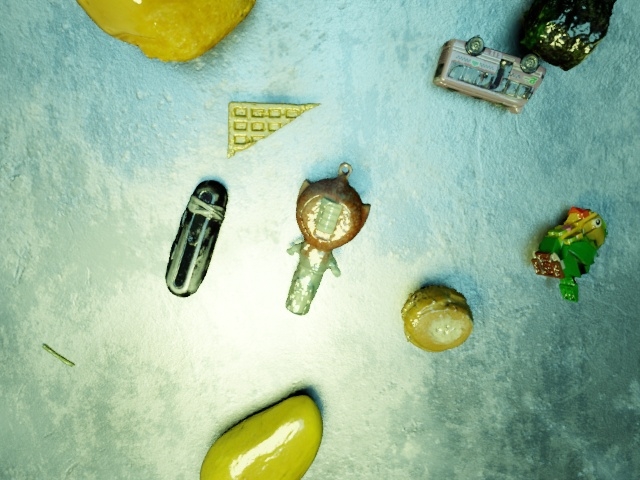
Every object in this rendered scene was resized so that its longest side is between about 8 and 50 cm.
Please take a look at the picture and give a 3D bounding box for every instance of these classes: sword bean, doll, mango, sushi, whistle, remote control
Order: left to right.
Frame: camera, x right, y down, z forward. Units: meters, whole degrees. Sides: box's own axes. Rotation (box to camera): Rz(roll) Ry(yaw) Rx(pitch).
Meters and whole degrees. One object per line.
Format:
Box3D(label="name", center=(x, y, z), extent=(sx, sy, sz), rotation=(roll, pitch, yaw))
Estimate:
Box3D(label="sword bean", center=(-0.599, 0.265, 1.086), extent=(0.083, 0.012, 0.012), rotation=(40, 98, -11))
Box3D(label="remote control", center=(-0.267, 0.000, 1.014), extent=(0.090, 0.066, 0.266), rotation=(18, 101, -10))
Box3D(label="mango", center=(-0.127, 0.499, 1.092), extent=(0.331, 0.142, 0.195), rotation=(-30, 106, 1))
Box3D(label="whistle", center=(-0.001, 0.000, 1.000), extent=(0.142, 0.134, 0.346), rotation=(15, 109, -14))
Box3D(label="sushi", center=(0.462, -0.429, 0.889), extent=(0.127, 0.124, 0.225), rotation=(29, 61, -3))
Box3D(label="doll", center=(0.549, 0.019, 1.032), extent=(0.134, 0.106, 0.186), rotation=(36, 82, -14))

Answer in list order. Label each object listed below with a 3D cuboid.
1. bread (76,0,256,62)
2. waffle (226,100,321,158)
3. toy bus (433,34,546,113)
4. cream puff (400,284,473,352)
Box3D(label="bread", center=(-0.250, -0.498, 0.754), extent=(0.250, 0.394, 0.361), rotation=(38, 78, 30))
Box3D(label="waffle", center=(-0.096, -0.227, 0.988), extent=(0.191, 0.032, 0.125), rotation=(3, 100, -2))
Box3D(label="toy bus", center=(0.335, -0.333, 0.952), extent=(0.199, 0.096, 0.108), rotation=(17, 105, -4))
Box3D(label="cream puff", center=(0.254, 0.166, 1.047), extent=(0.165, 0.115, 0.150), rotation=(33, 106, -18))
